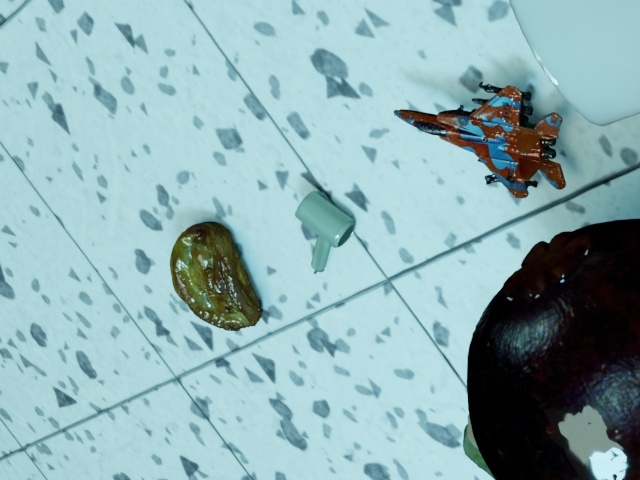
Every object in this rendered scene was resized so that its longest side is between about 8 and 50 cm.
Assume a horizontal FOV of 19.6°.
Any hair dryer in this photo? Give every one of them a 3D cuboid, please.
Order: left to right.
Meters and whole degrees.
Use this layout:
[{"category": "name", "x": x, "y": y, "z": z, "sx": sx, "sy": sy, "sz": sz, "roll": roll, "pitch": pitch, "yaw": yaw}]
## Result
[{"category": "hair dryer", "x": 0.000, "y": 0.000, "z": 2.092, "sx": 0.063, "sy": 0.038, "sz": 0.124, "roll": 39, "pitch": 150, "yaw": 16}]

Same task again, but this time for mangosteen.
[{"category": "mangosteen", "x": 0.300, "y": 0.146, "z": 1.688, "sx": 0.347, "sy": 0.307, "sz": 0.307, "roll": 49, "pitch": 145, "yaw": -17}]

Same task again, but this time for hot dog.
[{"category": "hot dog", "x": -0.125, "y": 0.049, "z": 2.233, "sx": 0.099, "sy": 0.065, "sz": 0.147, "roll": -2, "pitch": 119, "yaw": 35}]

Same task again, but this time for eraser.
[{"category": "eraser", "x": 0.295, "y": -0.206, "z": 1.552, "sx": 0.270, "sy": 0.095, "sz": 0.174, "roll": -18, "pitch": 108, "yaw": 51}]

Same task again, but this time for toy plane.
[{"category": "toy plane", "x": 0.156, "y": -0.108, "z": 1.811, "sx": 0.189, "sy": 0.061, "sz": 0.130, "roll": 24, "pitch": 138, "yaw": 36}]

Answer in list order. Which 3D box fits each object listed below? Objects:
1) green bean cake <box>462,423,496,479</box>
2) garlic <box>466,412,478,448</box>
[{"category": "green bean cake", "x": 0.260, "y": 0.203, "z": 1.950, "sx": 0.183, "sy": 0.094, "sz": 0.185, "roll": 39, "pitch": 142, "yaw": 14}, {"category": "garlic", "x": 0.228, "y": 0.218, "z": 1.867, "sx": 0.195, "sy": 0.087, "sz": 0.101, "roll": 38, "pitch": 150, "yaw": 10}]
